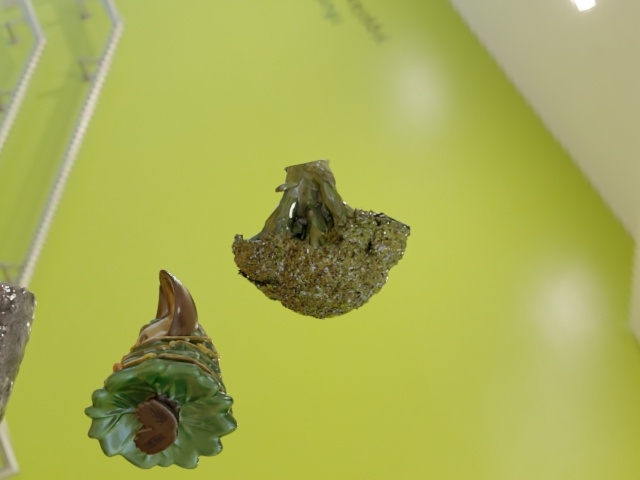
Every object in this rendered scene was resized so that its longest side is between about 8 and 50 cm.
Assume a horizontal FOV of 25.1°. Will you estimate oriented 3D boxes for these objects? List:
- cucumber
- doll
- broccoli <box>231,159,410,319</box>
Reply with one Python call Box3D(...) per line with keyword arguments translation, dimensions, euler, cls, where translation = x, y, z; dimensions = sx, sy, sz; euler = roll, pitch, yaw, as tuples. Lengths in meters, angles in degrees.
Box3D(translation=(-0.224, 0.076, 0.951), dimensions=(0.064, 0.064, 0.112), euler=(86, 17, -61), cls="cucumber")
Box3D(translation=(-0.072, 0.072, 0.791), dimensions=(0.113, 0.076, 0.078), euler=(-61, 159, -57), cls="doll")
Box3D(translation=(0.000, 0.000, 1.090), dimensions=(0.130, 0.131, 0.120), euler=(-18, 96, -69), cls="broccoli")
